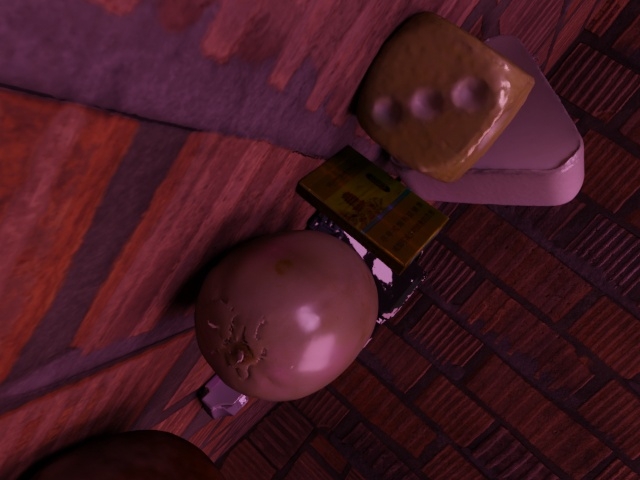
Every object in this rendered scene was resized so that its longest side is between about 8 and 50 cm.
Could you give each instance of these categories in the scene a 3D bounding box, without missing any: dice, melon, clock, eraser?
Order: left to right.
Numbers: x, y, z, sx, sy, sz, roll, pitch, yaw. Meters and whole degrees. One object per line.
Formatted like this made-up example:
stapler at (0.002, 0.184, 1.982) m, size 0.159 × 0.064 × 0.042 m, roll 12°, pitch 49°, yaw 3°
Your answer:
clock at (-0.190, 0.344, 1.119) m, size 0.253 × 0.083 × 0.186 m, roll -43°, pitch 166°, yaw -27°
melon at (-0.038, 0.094, 0.618) m, size 0.223 × 0.223 × 0.317 m, roll -55°, pitch 166°, yaw 21°
dice at (0.165, -0.191, 0.597) m, size 0.166 × 0.169 × 0.169 m, roll -57°, pitch 164°, yaw 27°
eraser at (0.290, -0.190, 0.845) m, size 0.331 × 0.331 × 0.150 m, roll -50°, pitch 145°, yaw 0°

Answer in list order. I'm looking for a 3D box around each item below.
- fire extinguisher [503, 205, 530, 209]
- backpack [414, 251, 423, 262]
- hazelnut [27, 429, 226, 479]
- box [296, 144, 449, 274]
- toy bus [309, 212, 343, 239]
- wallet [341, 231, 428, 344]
fire extinguisher at (0.338, -0.163, 0.947) m, size 0.093 × 0.294 × 0.118 m, roll 14°, pitch 109°, yaw -50°
backpack at (0.104, 0.116, 1.178) m, size 0.354 × 0.201 × 0.378 m, roll -39°, pitch 161°, yaw -40°
hazelnut at (-0.304, 0.461, 0.596) m, size 0.359 × 0.359 × 0.409 m, roll -56°, pitch 161°, yaw 26°
box at (0.076, -0.051, 0.642) m, size 0.121 × 0.193 × 0.030 m, roll -41°, pitch 161°, yaw -32°
toy bus at (0.000, 0.000, 0.837) m, size 0.190 × 0.064 × 0.075 m, roll -58°, pitch 176°, yaw 34°
wallet at (0.058, 0.106, 0.948) m, size 0.323 × 0.247 × 0.041 m, roll -46°, pitch -168°, yaw -12°
